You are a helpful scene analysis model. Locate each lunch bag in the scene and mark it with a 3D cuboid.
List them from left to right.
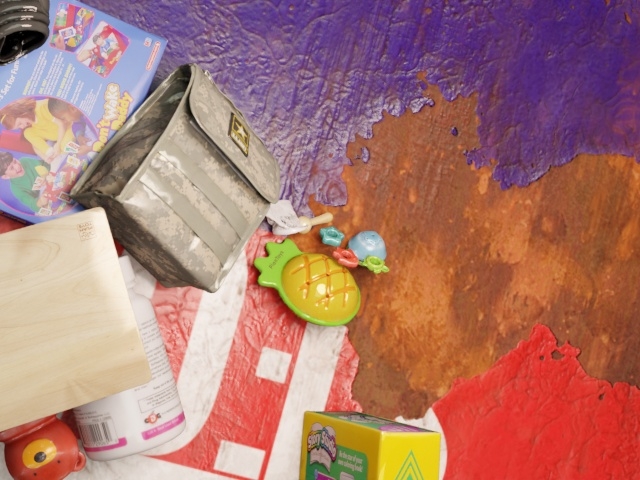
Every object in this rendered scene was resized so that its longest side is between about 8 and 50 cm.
[{"bbox_3d":[-0.195,-0.100,1.921,0.235,0.169,0.287,49,61,-33],"label":"lunch bag"}]

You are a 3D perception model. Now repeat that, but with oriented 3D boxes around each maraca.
[{"bbox_3d":[-0.020,0.069,2.042,0.185,0.099,0.127,33,49,1],"label":"maraca"}]

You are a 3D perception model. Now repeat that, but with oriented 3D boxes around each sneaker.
[{"bbox_3d":[-0.528,-0.319,1.836,0.295,0.104,0.147,-15,74,6],"label":"sneaker"}]

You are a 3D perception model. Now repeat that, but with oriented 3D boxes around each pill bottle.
[{"bbox_3d":[-0.315,0.175,1.899,0.160,0.160,0.283,-17,95,-18],"label":"pill bottle"}]

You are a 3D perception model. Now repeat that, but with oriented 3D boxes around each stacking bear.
[{"bbox_3d":[-0.451,0.230,1.851,0.175,0.164,0.289,-26,93,-17],"label":"stacking bear"}]

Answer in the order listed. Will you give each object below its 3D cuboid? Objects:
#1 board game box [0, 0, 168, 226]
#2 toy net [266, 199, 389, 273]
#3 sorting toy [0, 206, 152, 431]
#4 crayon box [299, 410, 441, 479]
[{"bbox_3d":[-0.409,-0.194,1.933,0.233,0.078,0.347,23,80,-16],"label":"board game box"},{"bbox_3d":[0.000,0.000,2.055,0.232,0.045,0.122,18,37,-6],"label":"toy net"},{"bbox_3d":[-0.397,0.110,1.745,0.257,0.089,0.256,-17,94,-18],"label":"sorting toy"},{"bbox_3d":[0.064,0.429,1.910,0.106,0.363,0.313,6,86,-18],"label":"crayon box"}]
